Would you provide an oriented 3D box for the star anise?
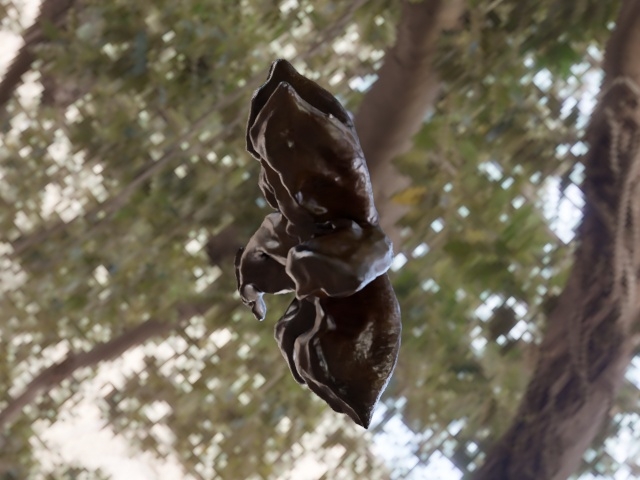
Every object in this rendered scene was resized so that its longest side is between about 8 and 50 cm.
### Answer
[{"bbox_3d":[0.000,0.001,0.672,0.168,0.057,0.168,170,-90,-74],"label":"star anise"}]
